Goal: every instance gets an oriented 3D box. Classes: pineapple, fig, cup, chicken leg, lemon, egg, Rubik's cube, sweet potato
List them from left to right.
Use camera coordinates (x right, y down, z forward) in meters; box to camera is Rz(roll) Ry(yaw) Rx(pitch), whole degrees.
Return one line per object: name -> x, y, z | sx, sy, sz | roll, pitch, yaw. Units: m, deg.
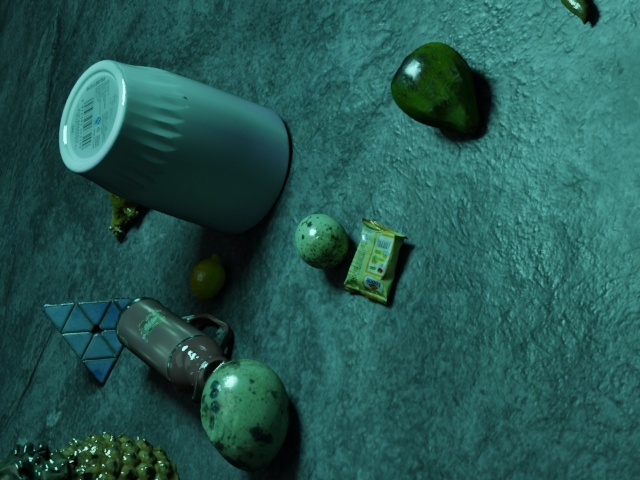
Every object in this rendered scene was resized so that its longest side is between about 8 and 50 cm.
pineapple -> -0.432, 0.425, 1.810 | 0.223, 0.357, 0.223 | -22, 58, 41
Rubik's cube -> -0.438, 0.204, 2.180 | 0.190, 0.211, 0.178 | -8, 88, 24
chicken leg -> -0.409, -0.091, 2.272 | 0.085, 0.101, 0.207 | -112, 34, -48
cup -> -0.256, -0.167, 1.890 | 0.253, 0.371, 0.253 | -16, 67, 42
lemon -> -0.208, 0.068, 1.952 | 0.065, 0.065, 0.092 | 13, 77, 53
egg -> -0.118, 0.277, 1.672 | 0.141, 0.141, 0.181 | -32, 60, 39
egg -> 0.000, 0.000, 1.706 | 0.085, 0.085, 0.110 | -61, 29, 9
fig -> 0.185, -0.222, 1.586 | 0.156, 0.123, 0.123 | 42, 111, 11
sweet potato -> 0.339, -0.408, 1.510 | 0.069, 0.059, 0.249 | 117, 145, -42

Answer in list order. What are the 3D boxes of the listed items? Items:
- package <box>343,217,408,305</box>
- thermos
package -> 0.084, 0.032, 1.630 | 0.108, 0.031, 0.120 | 18, 93, 54
thermos -> -0.245, 0.199, 1.913 | 0.330, 0.136, 0.109 | 24, 120, 53
